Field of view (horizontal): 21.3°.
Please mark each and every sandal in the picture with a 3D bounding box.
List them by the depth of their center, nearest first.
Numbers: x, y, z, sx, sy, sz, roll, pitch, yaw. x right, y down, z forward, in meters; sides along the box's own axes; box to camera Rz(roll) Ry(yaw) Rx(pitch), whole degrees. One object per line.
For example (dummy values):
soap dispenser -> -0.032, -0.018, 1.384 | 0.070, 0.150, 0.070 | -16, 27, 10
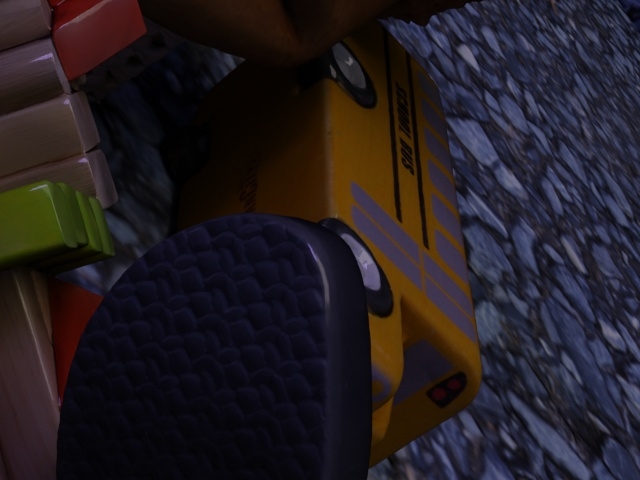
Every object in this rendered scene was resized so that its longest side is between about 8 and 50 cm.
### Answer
sandal -> -0.028, 0.110, 0.496 | 0.097, 0.254, 0.054 | 19, 20, 34

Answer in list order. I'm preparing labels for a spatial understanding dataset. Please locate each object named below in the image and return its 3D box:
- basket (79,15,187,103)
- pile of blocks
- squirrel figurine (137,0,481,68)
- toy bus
basket -> -0.134, -0.149, 0.795 | 0.167, 0.103, 0.113 | 22, 38, -55
pile of blocks -> -0.117, -0.060, 0.575 | 0.149, 0.113, 0.362 | 68, 5, -62
squirrel figurine -> 0.087, -0.269, 0.777 | 0.397, 0.370, 0.281 | 21, 36, -54
toy bus -> 0.000, 0.000, 0.846 | 0.130, 0.108, 0.332 | 45, 23, -26
